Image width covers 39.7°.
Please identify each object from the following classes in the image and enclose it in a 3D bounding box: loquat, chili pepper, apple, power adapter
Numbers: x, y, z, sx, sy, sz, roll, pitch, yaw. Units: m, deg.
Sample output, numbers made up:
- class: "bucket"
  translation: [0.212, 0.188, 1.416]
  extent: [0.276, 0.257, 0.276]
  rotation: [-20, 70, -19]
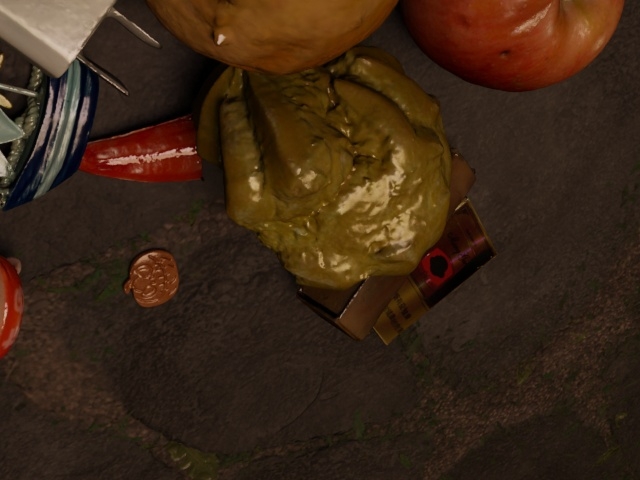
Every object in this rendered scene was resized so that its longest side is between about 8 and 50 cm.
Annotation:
- class: "loquat"
  translation: [-0.046, -0.330, 0.883]
  extent: [0.328, 0.328, 0.328]
  rotation: [-16, 126, -22]
- class: "chili pepper"
  translation: [-0.232, -0.108, 1.094]
  extent: [0.169, 0.065, 0.088]
  rotation: [-9, 109, -19]
- class: "apple"
  translation: [0.234, -0.275, 1.137]
  extent: [0.293, 0.251, 0.163]
  rotation: [2, 109, -32]
- class: "power adapter"
  translation: [-0.260, -0.234, 0.907]
  extent: [0.205, 0.125, 0.130]
  rotation: [37, 85, -25]

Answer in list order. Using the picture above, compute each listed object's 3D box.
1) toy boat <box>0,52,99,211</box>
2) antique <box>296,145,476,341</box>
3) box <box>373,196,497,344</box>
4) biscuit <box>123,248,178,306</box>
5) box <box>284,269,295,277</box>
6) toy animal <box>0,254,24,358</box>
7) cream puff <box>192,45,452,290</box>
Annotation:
- class: "toy boat"
  translation: [-0.395, -0.148, 0.959]
  extent: [0.291, 0.067, 0.220]
  rotation: [9, 103, -32]
- class: "antique"
  translation: [0.101, -0.008, 1.302]
  extent: [0.310, 0.093, 0.087]
  rotation: [-54, 139, -6]
- class: "box"
  translation: [0.154, 0.039, 1.418]
  extent: [0.240, 0.071, 0.159]
  rotation: [-38, 130, -3]
- class: "biscuit"
  translation: [-0.235, 0.054, 1.225]
  extent: [0.078, 0.015, 0.091]
  rotation: [-21, 128, -19]
- class: "box"
  translation: [0.000, 0.000, 1.322]
  extent: [0.126, 0.031, 0.091]
  rotation: [-22, 129, -19]
- class: "toy animal"
  translation: [-0.446, 0.078, 1.021]
  extent: [0.198, 0.171, 0.171]
  rotation: [8, 115, -31]
- class: "cream puff"
  translation: [0.012, -0.114, 1.046]
  extent: [0.274, 0.323, 0.270]
  rotation: [-29, 154, 6]
